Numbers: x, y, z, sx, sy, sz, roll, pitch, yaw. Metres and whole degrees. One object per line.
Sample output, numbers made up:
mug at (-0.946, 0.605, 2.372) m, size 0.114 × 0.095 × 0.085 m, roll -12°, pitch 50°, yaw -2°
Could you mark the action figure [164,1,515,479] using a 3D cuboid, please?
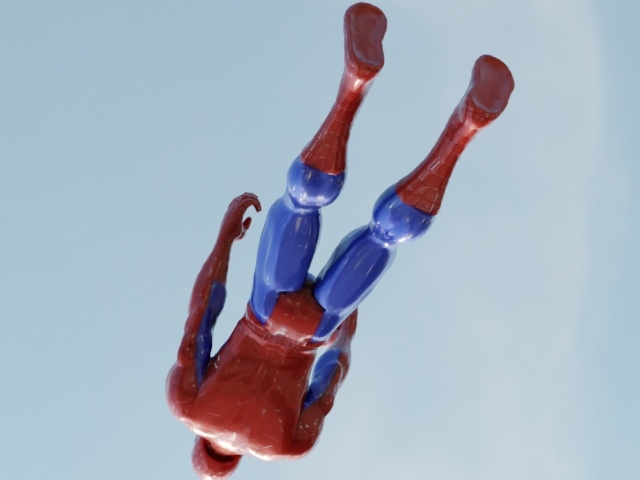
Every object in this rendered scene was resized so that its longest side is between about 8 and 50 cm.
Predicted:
action figure at (0.000, 0.000, 0.887) m, size 0.091 × 0.139 × 0.280 m, roll 23°, pitch -54°, yaw -7°
